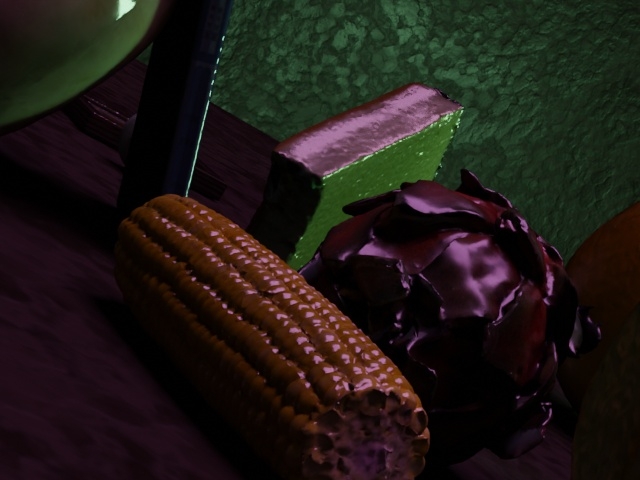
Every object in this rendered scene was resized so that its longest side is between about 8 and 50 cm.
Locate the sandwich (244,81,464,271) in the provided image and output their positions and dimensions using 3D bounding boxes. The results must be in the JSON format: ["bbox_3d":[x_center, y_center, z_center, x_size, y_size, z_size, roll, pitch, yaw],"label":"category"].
[{"bbox_3d":[0.000,0.000,1.135,0.063,0.245,0.212,39,43,25],"label":"sandwich"}]

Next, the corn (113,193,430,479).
[{"bbox_3d":[-0.036,0.048,0.707,0.081,0.081,0.248,27,8,-38],"label":"corn"}]

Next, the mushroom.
[{"bbox_3d":[-0.206,-0.183,0.916,0.202,0.246,0.246,63,1,-10],"label":"mushroom"}]

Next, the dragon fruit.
[{"bbox_3d":[0.069,0.047,0.835,0.182,0.182,0.189,35,-11,34],"label":"dragon fruit"}]

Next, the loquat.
[{"bbox_3d":[0.395,0.113,1.402,0.328,0.360,0.328,0,-23,0],"label":"loquat"}]

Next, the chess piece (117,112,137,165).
[{"bbox_3d":[-0.150,-0.075,1.260,0.067,0.067,0.103,29,14,-18],"label":"chess piece"}]

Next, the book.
[{"bbox_3d":[-0.097,-0.128,0.975,0.025,0.269,0.191,11,12,-15],"label":"book"}]

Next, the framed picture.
[{"bbox_3d":[-0.189,-0.104,1.462,0.168,0.023,0.128,28,7,-30],"label":"framed picture"}]

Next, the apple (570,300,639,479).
[{"bbox_3d":[0.277,0.146,0.836,0.309,0.252,0.314,-78,142,-85],"label":"apple"}]
